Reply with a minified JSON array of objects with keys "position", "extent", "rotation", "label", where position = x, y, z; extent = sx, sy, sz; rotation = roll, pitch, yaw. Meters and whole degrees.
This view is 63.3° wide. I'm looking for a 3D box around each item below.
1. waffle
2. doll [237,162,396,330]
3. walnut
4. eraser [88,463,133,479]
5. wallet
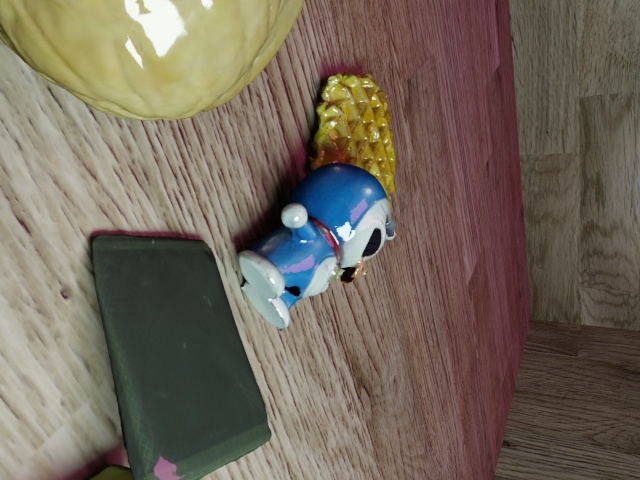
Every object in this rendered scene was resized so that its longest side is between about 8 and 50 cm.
[{"position":[0.067,-0.151,0.918],"extent":[0.281,0.058,0.300],"rotation":[-43,129,-49],"label":"waffle"},{"position":[0.000,0.000,0.719],"extent":[0.257,0.161,0.215],"rotation":[-49,162,-31],"label":"doll"},{"position":[-0.135,-0.243,0.372],"extent":[0.252,0.277,0.312],"rotation":[-24,122,-23],"label":"walnut"},{"position":[-0.204,0.262,0.430],"extent":[0.172,0.117,0.058],"rotation":[-20,105,-57],"label":"eraser"},{"position":[-0.143,0.110,0.527],"extent":[0.169,0.052,0.245],"rotation":[6,61,-57],"label":"wallet"}]
